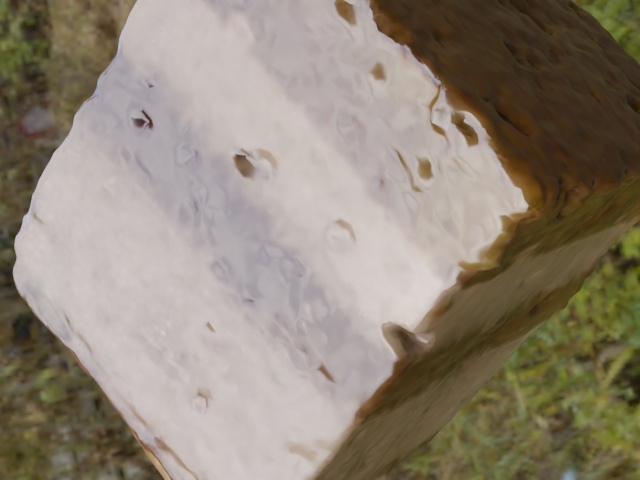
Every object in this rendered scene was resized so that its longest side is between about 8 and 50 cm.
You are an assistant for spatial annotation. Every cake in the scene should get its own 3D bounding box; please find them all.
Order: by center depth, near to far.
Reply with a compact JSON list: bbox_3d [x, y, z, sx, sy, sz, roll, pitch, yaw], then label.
[{"bbox_3d":[0.000,0.000,0.592,0.199,0.196,0.293,45,121,16],"label":"cake"}]
